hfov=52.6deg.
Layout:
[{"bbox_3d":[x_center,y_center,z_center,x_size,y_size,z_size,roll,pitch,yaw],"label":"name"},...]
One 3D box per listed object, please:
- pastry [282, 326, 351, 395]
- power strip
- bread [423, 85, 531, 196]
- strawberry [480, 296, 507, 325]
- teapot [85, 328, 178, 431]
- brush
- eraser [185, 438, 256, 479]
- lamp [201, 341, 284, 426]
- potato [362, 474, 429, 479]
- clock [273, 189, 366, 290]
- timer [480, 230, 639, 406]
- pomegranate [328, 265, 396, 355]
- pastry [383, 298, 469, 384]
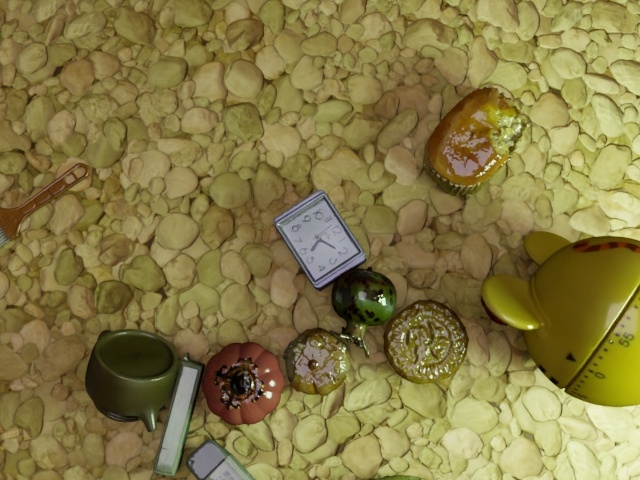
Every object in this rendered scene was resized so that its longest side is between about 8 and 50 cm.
[{"bbox_3d":[-0.007,0.268,1.432,0.153,0.081,0.153,1,82,-7],"label":"pastry"},{"bbox_3d":[-0.308,0.386,1.426,0.052,0.078,0.272,14,82,-2],"label":"power strip"},{"bbox_3d":[0.345,-0.222,1.465,0.179,0.133,0.250,42,84,11],"label":"bread"},{"bbox_3d":[0.401,0.140,1.438,0.096,0.083,0.083,30,83,39],"label":"strawberry"},{"bbox_3d":[-0.422,0.304,1.405,0.267,0.185,0.175,38,117,36],"label":"teapot"},{"bbox_3d":[-0.682,-0.087,1.543,0.314,0.017,0.090,-36,82,-4],"label":"brush"},{"bbox_3d":[-0.148,0.580,1.401,0.089,0.061,0.352,-43,82,-3],"label":"eraser"},{"bbox_3d":[-0.169,0.309,1.402,0.181,0.140,0.182,-1,79,6],"label":"lamp"},{"bbox_3d":[0.156,0.559,1.376,0.225,0.090,0.117,1,77,-1],"label":"potato"},{"bbox_3d":[0.001,0.000,1.474,0.144,0.073,0.193,-33,82,-2],"label":"clock"},{"bbox_3d":[0.542,0.140,1.314,0.386,0.376,0.376,32,84,21],"label":"timer"},{"bbox_3d":[0.085,0.142,1.409,0.148,0.148,0.169,32,93,6],"label":"pomegranate"},{"bbox_3d":[0.230,0.221,1.417,0.188,0.103,0.189,0,82,2],"label":"pastry"}]
